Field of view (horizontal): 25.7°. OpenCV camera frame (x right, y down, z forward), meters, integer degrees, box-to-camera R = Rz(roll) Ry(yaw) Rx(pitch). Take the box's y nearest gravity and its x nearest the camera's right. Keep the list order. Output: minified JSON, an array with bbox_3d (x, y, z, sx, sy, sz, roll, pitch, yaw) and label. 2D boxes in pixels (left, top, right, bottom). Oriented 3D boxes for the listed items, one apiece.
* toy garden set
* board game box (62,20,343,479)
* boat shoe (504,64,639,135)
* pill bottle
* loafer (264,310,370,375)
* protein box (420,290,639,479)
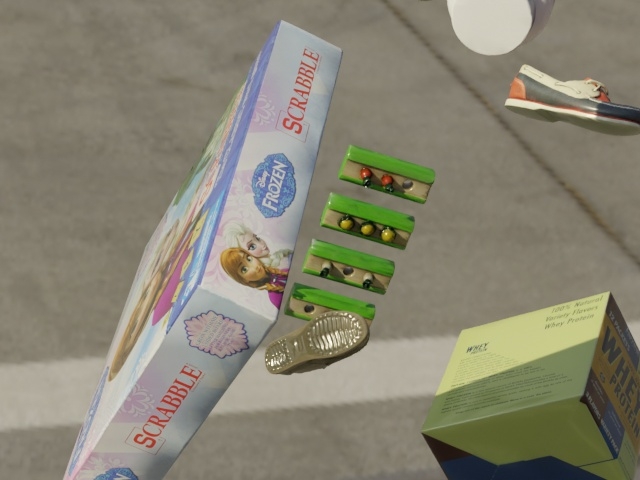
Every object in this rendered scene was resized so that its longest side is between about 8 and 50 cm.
[{"bbox_3d":[0.000,0.000,1.678,0.204,0.244,0.049,16,29,-10],"label":"toy garden set"},{"bbox_3d":[-0.099,0.031,1.147,0.066,0.318,0.318,25,42,-11],"label":"board game box"},{"bbox_3d":[0.219,-0.120,1.198,0.137,0.043,0.049,18,-7,43],"label":"boat shoe"},{"bbox_3d":[0.189,-0.259,1.437,0.108,0.108,0.193,18,31,6],"label":"pill bottle"},{"bbox_3d":[0.001,0.121,1.647,0.050,0.148,0.056,16,61,-52],"label":"loafer"},{"bbox_3d":[0.252,0.188,1.601,0.200,0.136,0.201,-18,23,29],"label":"protein box"}]
